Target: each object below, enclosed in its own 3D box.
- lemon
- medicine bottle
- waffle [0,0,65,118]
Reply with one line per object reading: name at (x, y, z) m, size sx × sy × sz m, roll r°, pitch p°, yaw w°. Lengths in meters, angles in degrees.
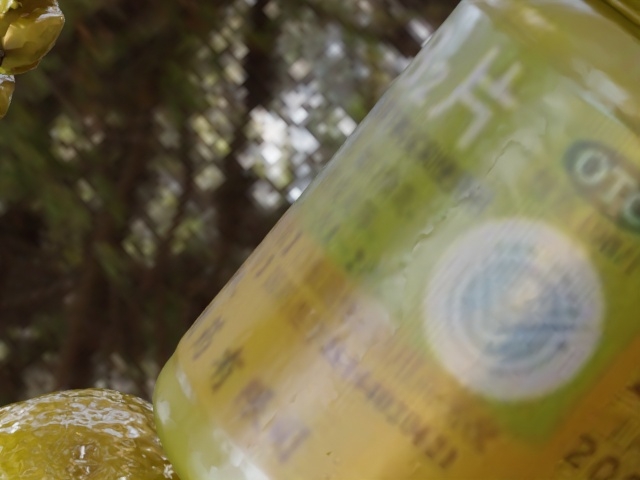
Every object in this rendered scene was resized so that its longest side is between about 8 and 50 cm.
lemon at (-0.155, 0.205, 1.238) m, size 0.228 × 0.228 × 0.253 m, roll -48°, pitch 13°, yaw 18°
medicine bottle at (0.125, -0.006, 0.847) m, size 0.384 × 0.224 × 0.224 m, roll -49°, pitch -19°, yaw 7°
waffle at (-0.212, -0.158, 0.780) m, size 0.062 × 0.329 × 0.329 m, roll -33°, pitch -20°, yaw -41°
